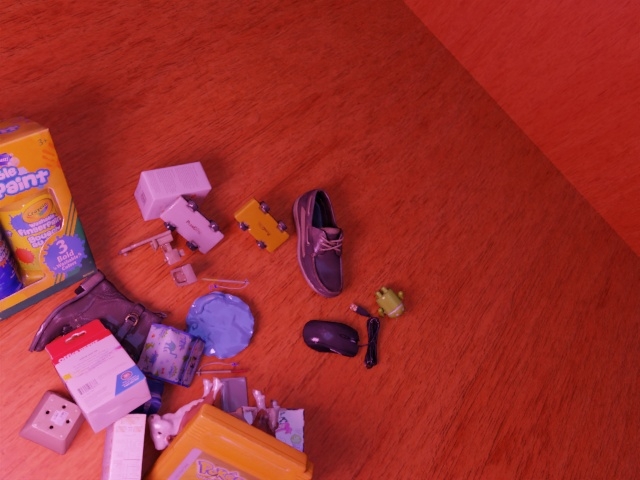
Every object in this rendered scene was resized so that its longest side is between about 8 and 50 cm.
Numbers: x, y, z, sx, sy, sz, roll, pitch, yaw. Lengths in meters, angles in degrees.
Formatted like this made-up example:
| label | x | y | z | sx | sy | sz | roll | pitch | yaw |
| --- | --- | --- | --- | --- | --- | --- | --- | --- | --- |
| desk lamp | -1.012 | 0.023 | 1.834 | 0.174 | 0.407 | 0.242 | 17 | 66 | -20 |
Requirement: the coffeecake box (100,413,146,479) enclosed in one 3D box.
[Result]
| label | x | y | z | sx | sy | sz | roll | pitch | yaw |
| --- | --- | --- | --- | --- | --- | --- | --- | --- | --- |
| coffeecake box | -0.437 | 0.486 | 1.185 | 0.068 | 0.142 | 0.186 | 10 | 63 | -26 |

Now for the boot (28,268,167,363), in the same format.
| label | x | y | z | sx | sy | sz | roll | pitch | yaw |
| --- | --- | --- | --- | --- | --- | --- | --- | --- | --- |
| boot | -0.528 | 0.219 | 1.303 | 0.229 | 0.091 | 0.263 | 45 | 60 | -13 |

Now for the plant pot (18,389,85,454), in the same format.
| label | x | y | z | sx | sy | sz | roll | pitch | yaw |
| --- | --- | --- | --- | --- | --- | --- | --- | --- | --- |
| plant pot | -0.578 | 0.392 | 1.181 | 0.109 | 0.096 | 0.109 | 31 | 56 | -12 |

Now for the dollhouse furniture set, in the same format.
| label | x | y | z | sx | sy | sz | roll | pitch | yaw |
| --- | --- | --- | --- | --- | --- | --- | --- | --- | --- |
| dollhouse furniture set | -0.428 | 0.067 | 1.411 | 0.123 | 0.144 | 0.151 | -26 | 96 | -31 |

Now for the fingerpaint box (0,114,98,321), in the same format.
| label | x | y | z | sx | sy | sz | roll | pitch | yaw |
| --- | --- | --- | --- | --- | --- | --- | --- | --- | --- |
| fingerpaint box | -0.741 | -0.005 | 1.109 | 0.163 | 0.371 | 0.445 | 24 | 42 | 36 |

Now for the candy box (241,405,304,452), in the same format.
| label | x | y | z | sx | sy | sz | roll | pitch | yaw |
| --- | --- | --- | --- | --- | --- | --- | --- | --- | --- |
| candy box | -0.126 | 0.522 | 1.350 | 0.164 | 0.070 | 0.196 | 5 | 62 | -10 |

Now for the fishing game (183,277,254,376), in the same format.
| label | x | y | z | sx | sy | sz | roll | pitch | yaw |
| --- | --- | --- | --- | --- | --- | --- | --- | --- | --- |
| fishing game | -0.275 | 0.231 | 1.467 | 0.189 | 0.041 | 0.264 | 2 | 71 | -20 |

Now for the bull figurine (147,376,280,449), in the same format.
| label | x | y | z | sx | sy | sz | roll | pitch | yaw |
| --- | --- | --- | --- | --- | --- | --- | --- | --- | --- |
| bull figurine | -0.242 | 0.432 | 1.277 | 0.310 | 0.101 | 0.188 | 19 | 63 | -2 |

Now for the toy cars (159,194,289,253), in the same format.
| label | x | y | z | sx | sy | sz | roll | pitch | yaw |
| --- | --- | --- | --- | --- | --- | --- | --- | --- | --- |
| toy cars | -0.272 | -0.055 | 1.553 | 0.393 | 0.176 | 0.087 | 0 | 30 | -30 |

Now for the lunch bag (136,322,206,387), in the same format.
| label | x | y | z | sx | sy | sz | roll | pitch | yaw |
| --- | --- | --- | --- | --- | --- | --- | --- | --- | --- |
| lunch bag | -0.360 | 0.289 | 1.342 | 0.151 | 0.096 | 0.129 | 39 | 63 | -48 |

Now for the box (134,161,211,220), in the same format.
| label | x | y | z | sx | sy | sz | roll | pitch | yaw |
| --- | --- | --- | --- | --- | --- | --- | --- | --- | --- |
| box | -0.414 | -0.138 | 1.509 | 0.170 | 0.130 | 0.091 | -17 | 75 | -35 |

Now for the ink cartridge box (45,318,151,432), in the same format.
| label | x | y | z | sx | sy | sz | roll | pitch | yaw |
| --- | --- | --- | --- | --- | --- | --- | --- | --- | --- |
| ink cartridge box | -0.492 | 0.290 | 1.190 | 0.134 | 0.078 | 0.231 | -29 | 48 | -31 |

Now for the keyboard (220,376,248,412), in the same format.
| label | x | y | z | sx | sy | sz | roll | pitch | yaw |
| --- | --- | --- | --- | --- | --- | --- | --- | --- | --- |
| keyboard | -0.216 | 0.484 | 1.394 | 0.072 | 0.014 | 0.256 | 6 | 64 | -33 |

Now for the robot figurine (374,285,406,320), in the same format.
| label | x | y | z | sx | sy | sz | roll | pitch | yaw |
| --- | --- | --- | --- | --- | --- | --- | --- | --- | --- |
| robot figurine | 0.225 | 0.202 | 1.742 | 0.101 | 0.067 | 0.115 | -39 | 89 | -9 |

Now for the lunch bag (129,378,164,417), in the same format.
| label | x | y | z | sx | sy | sz | roll | pitch | yaw |
| --- | --- | --- | --- | --- | --- | --- | --- | --- | --- |
| lunch bag | -0.415 | 0.380 | 1.280 | 0.067 | 0.098 | 0.065 | 17 | 42 | -20 |

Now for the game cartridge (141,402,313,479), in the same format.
| label | x | y | z | sx | sy | sz | roll | pitch | yaw |
| --- | --- | --- | --- | --- | --- | --- | --- | --- | --- |
| game cartridge | -0.210 | 0.521 | 1.194 | 0.285 | 0.324 | 0.053 | 32 | 31 | -12 |

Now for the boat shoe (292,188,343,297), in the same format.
| label | x | y | z | sx | sy | sz | roll | pitch | yaw |
| --- | --- | --- | --- | --- | --- | --- | --- | --- | --- |
| boat shoe | 0.000 | 0.000 | 1.674 | 0.132 | 0.130 | 0.355 | -6 | 70 | -31 |

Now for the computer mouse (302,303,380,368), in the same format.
| label | x | y | z | sx | sy | sz | roll | pitch | yaw |
| --- | --- | --- | --- | --- | --- | --- | --- | --- | --- |
| computer mouse | 0.079 | 0.265 | 1.634 | 0.262 | 0.060 | 0.184 | 23 | 59 | -19 |
